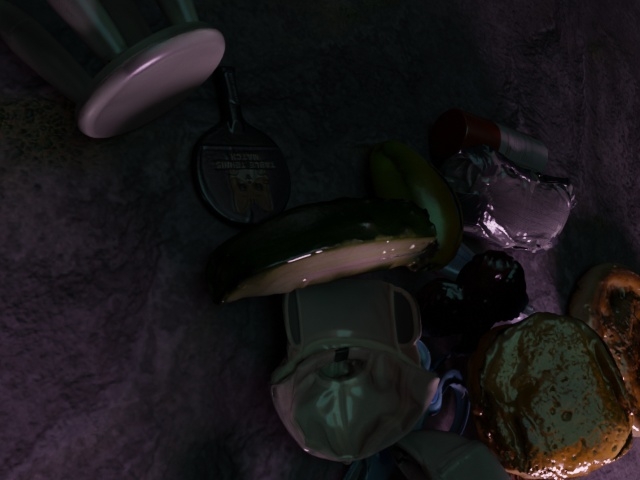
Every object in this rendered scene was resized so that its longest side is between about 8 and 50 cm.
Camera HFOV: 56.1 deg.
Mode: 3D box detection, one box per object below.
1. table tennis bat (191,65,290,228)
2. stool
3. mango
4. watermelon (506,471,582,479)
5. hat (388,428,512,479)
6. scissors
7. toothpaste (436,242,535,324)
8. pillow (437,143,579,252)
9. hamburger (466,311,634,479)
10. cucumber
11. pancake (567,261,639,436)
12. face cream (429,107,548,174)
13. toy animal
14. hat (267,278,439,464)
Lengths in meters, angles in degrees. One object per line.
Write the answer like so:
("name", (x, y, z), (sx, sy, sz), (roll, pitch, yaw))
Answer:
("table tennis bat", (-0.115, -0.130, 0.838), (0.150, 0.027, 0.237), (-5, 80, -36))
("stool", (-0.238, -0.251, 0.685), (0.195, 0.195, 0.199), (-36, 95, -37))
("mango", (0.151, -0.063, 0.950), (0.125, 0.111, 0.233), (3, 60, -46))
("watermelon", (0.321, 0.350, 0.952), (0.154, 0.094, 0.241), (-14, 81, -28))
("hat", (0.214, 0.370, 0.733), (0.167, 0.301, 0.258), (-14, 97, -18))
("scissors", (0.089, 0.294, 0.829), (0.180, 0.032, 0.393), (50, 53, -8))
("toothpaste", (0.265, 0.064, 1.023), (0.234, 0.057, 0.089), (39, 57, -11))
("pillow", (0.336, -0.067, 1.069), (0.334, 0.092, 0.162), (13, 98, -31))
("hamburger", (0.322, 0.226, 0.871), (0.244, 0.163, 0.245), (2, 72, -7))
("cucumber", (-0.001, -0.003, 0.794), (0.325, 0.105, 0.145), (-11, 49, -34))
("pancake", (0.635, 0.208, 1.221), (0.355, 0.065, 0.357), (11, 67, -28))
("face cream", (0.309, -0.169, 1.101), (0.214, 0.095, 0.096), (11, 68, -32))
("toy animal", (0.244, 0.092, 0.906), (0.218, 0.179, 0.116), (-7, 64, -15))
("hat", (0.025, 0.156, 0.807), (0.219, 0.164, 0.226), (5, 30, -14))
